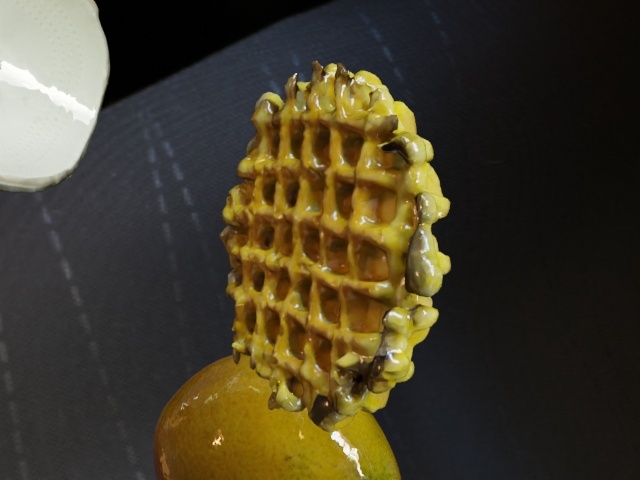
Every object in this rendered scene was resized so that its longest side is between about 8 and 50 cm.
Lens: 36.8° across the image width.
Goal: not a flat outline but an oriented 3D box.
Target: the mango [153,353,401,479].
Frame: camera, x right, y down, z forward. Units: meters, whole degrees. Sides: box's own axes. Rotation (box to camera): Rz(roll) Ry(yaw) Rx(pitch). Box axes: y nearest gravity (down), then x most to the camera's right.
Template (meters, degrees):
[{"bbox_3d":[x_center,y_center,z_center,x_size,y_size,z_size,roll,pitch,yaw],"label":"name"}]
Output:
[{"bbox_3d":[-0.055,0.267,1.162,0.378,0.221,0.264,-3,99,50],"label":"mango"}]

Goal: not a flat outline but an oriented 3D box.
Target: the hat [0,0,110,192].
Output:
[{"bbox_3d":[-0.326,-0.153,0.783,0.168,0.301,0.258,-17,52,57],"label":"hat"}]

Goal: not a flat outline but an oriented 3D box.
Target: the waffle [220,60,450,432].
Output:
[{"bbox_3d":[0.004,0.008,0.805,0.329,0.062,0.329,-11,77,55],"label":"waffle"}]
